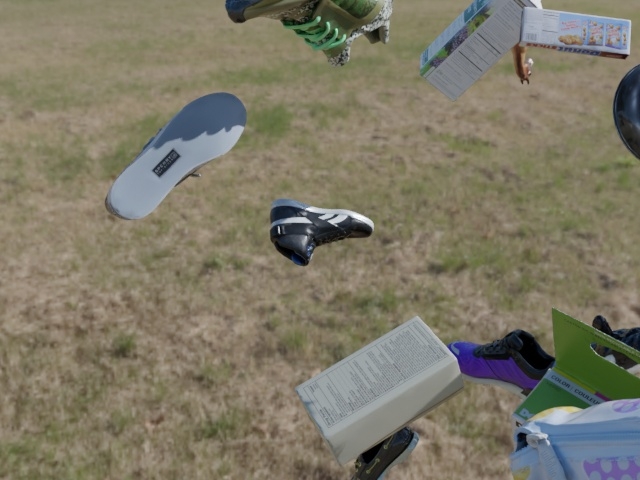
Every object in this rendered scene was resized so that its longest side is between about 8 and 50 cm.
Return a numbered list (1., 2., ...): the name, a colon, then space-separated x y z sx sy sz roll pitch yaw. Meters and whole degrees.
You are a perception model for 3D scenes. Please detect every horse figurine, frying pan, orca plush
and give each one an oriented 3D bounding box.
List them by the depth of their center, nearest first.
1. orca plush: 0.462 0.172 1.227 0.151 0.102 0.287 -35 -10 -6
2. frying pan: 0.646 -0.250 1.309 0.326 0.197 0.053 -32 -1 -10
3. horse figurine: 0.429 -0.471 1.616 0.066 0.174 0.263 14 -16 18

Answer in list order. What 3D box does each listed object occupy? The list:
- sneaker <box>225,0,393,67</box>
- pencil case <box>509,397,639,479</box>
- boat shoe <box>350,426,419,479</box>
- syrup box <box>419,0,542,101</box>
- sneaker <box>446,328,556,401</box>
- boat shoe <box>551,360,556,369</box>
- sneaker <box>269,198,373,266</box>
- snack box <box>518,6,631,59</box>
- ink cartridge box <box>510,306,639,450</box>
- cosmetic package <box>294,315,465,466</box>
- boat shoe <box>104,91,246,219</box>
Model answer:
1. sneaker: 0.014 -0.390 1.342 0.158 0.182 0.410 12 27 43
2. pencil case: 0.245 0.140 0.473 0.113 0.124 0.273 -47 8 -35
3. boat shoe: 0.115 0.478 1.658 0.069 0.227 0.081 40 14 -5
4. syrup box: 0.301 -0.386 1.451 0.096 0.237 0.093 35 35 -18
5. sneaker: 0.407 0.251 1.677 0.293 0.146 0.102 17 34 36
6. boat shoe: 0.554 0.280 1.400 0.258 0.109 0.089 36 14 25
7. sneaker: 0.000 0.000 1.512 0.217 0.121 0.079 11 -26 -16
8. snack box: 0.420 -0.342 1.267 0.178 0.064 0.022 8 -14 1
9. ink cartridge box: 0.324 0.221 0.897 0.097 0.255 0.189 -42 49 -21
10. cosmetic package: 0.123 0.308 1.589 0.310 0.113 0.160 -29 39 -8
11. boat shoe: -0.262 -0.150 1.381 0.306 0.113 0.105 -51 21 -16
